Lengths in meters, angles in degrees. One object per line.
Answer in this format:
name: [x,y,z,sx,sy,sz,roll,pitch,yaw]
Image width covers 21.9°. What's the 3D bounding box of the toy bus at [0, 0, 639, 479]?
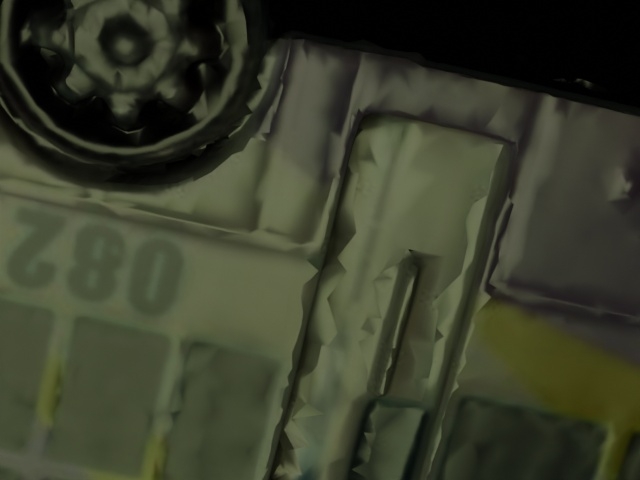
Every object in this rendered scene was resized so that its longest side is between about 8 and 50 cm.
toy bus: [0.000,0.000,0.589,0.440,0.209,0.249,12,111,-6]
